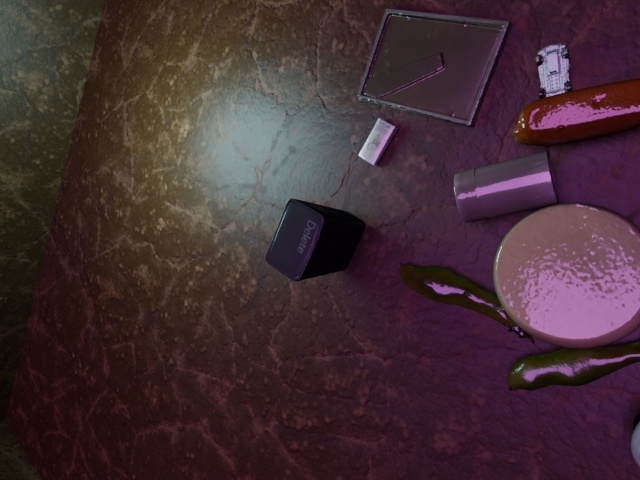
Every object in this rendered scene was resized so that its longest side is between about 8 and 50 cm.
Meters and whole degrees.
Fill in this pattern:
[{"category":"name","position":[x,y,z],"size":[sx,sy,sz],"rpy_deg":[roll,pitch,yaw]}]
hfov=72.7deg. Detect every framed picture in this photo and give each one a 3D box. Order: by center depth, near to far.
[{"category":"framed picture","position":[0.251,-0.414,1.027],"size":[0.314,0.024,0.232],"rpy_deg":[26,103,30]}]

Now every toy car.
[{"category":"toy car","position":[0.470,-0.330,0.872],"size":[0.059,0.035,0.122],"rpy_deg":[-5,96,33]}]

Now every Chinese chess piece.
[{"category":"Chinese chess piece","position":[0.461,0.062,0.806],"size":[0.273,0.102,0.274],"rpy_deg":[-10,72,32]}]

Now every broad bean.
[{"category":"broad bean","position":[0.504,0.220,0.831],"size":[0.318,0.056,0.098],"rpy_deg":[-39,67,23]},{"category":"broad bean","position":[0.310,0.120,0.951],"size":[0.325,0.067,0.075],"rpy_deg":[27,113,33]}]

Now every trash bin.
[{"category":"trash bin","position":[0.000,0.000,1.064],"size":[0.115,0.225,0.165],"rpy_deg":[31,106,30]}]

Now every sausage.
[{"category":"sausage","position":[0.535,-0.240,0.790],"size":[0.348,0.097,0.094],"rpy_deg":[-6,94,33]}]

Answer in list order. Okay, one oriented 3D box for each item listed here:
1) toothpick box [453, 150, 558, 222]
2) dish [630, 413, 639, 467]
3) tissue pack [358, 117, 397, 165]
[{"category":"toothpick box","position":[0.374,-0.107,0.887],"size":[0.180,0.111,0.111],"rpy_deg":[-12,83,32]},{"category":"dish","position":[0.588,0.333,0.762],"size":[0.141,0.078,0.141],"rpy_deg":[-2,104,-8]},{"category":"tissue pack","position":[0.143,-0.248,1.094],"size":[0.056,0.023,0.108],"rpy_deg":[38,110,28]}]
